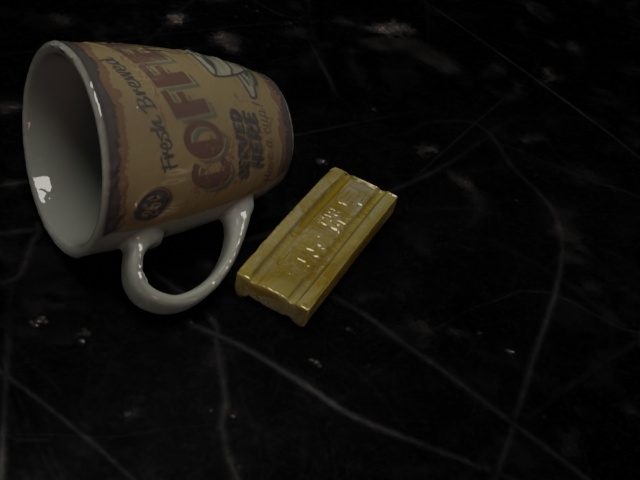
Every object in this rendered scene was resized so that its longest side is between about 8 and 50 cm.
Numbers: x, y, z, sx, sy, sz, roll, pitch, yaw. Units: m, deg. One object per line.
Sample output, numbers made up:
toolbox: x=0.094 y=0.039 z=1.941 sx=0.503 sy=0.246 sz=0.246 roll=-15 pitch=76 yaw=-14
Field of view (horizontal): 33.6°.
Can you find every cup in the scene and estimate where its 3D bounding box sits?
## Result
cup: x=-0.155 y=-0.073 z=1.147 sx=0.257 sy=0.227 sz=0.301 roll=-9 pitch=75 yaw=-31

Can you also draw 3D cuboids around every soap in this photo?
soap: x=0.000 y=-0.001 z=1.221 sx=0.092 sy=0.037 sz=0.252 roll=27 pitch=42 yaw=12
